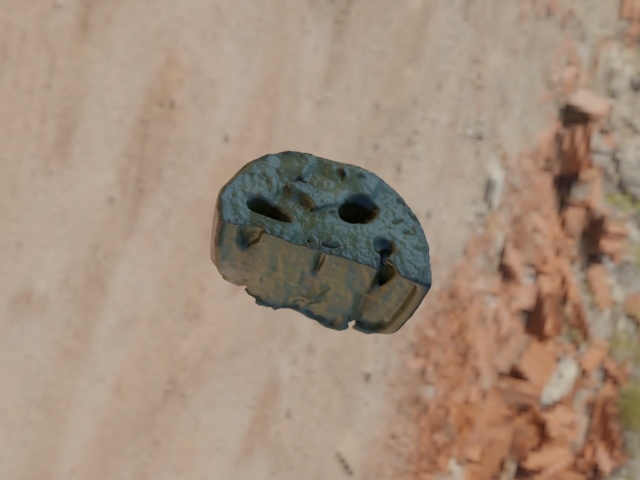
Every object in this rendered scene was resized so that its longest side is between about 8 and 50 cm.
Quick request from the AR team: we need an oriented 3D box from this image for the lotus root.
[{"bbox_3d":[0.000,0.000,1.799,0.119,0.235,0.138,120,-8,-57],"label":"lotus root"}]
